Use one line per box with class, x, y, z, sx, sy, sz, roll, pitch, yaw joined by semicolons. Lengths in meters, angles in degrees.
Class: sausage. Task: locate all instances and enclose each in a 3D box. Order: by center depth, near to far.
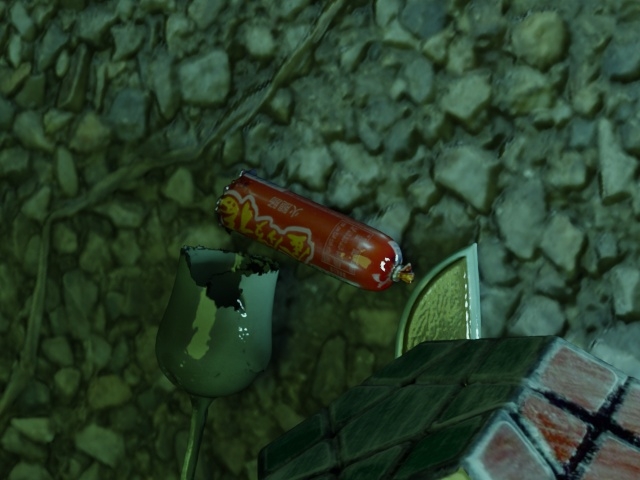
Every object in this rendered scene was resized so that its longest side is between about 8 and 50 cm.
sausage;0.000;0.000;1.216;0.145;0.048;0.050;25;109;26

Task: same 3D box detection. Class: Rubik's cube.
Rubik's cube;0.099;0.206;1.019;0.264;0.319;0.319;-2;90;-3

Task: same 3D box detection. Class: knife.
knife;0.066;0.170;1.188;0.061;0.027;0.343;7;93;13

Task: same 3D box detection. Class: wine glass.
wine glass;-0.078;0.104;1.244;0.079;0.079;0.196;16;100;30
